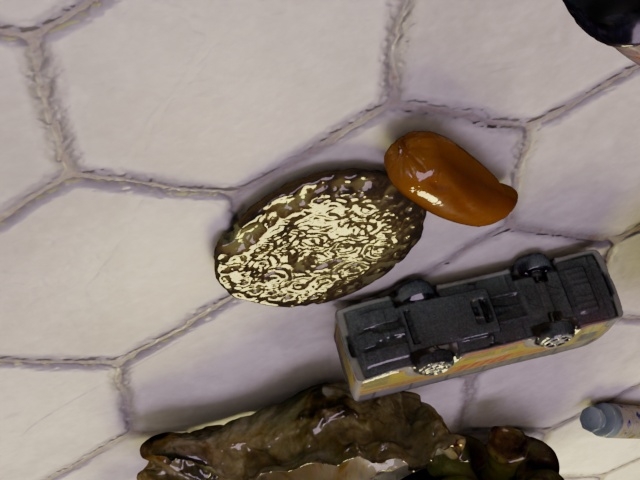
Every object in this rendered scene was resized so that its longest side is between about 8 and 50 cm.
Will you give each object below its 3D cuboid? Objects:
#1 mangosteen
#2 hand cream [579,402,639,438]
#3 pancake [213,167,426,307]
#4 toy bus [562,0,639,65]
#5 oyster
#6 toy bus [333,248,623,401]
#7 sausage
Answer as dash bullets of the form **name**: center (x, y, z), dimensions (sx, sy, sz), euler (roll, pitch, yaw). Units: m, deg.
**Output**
- **mangosteen**: center (0.191, 0.382, 1.585), dimensions (0.297, 0.313, 0.297), euler (18, 160, 7)
- **hand cream**: center (0.388, 0.229, 1.652), dimensions (0.171, 0.043, 0.065), euler (12, 133, -43)
- **pancake**: center (0.000, 0.001, 1.112), dimensions (0.199, 0.021, 0.199), euler (-14, 148, -9)
- **toy bus**: center (0.301, -0.221, 0.830), dimensions (0.303, 0.127, 0.147), euler (-34, 149, 23)
- **oyster**: center (-0.019, 0.227, 1.347), dimensions (0.337, 0.133, 0.198), euler (-11, 150, -9)
- **toy bus**: center (0.148, 0.084, 1.259), dimensions (0.268, 0.092, 0.106), euler (-13, 157, -11)
- **sausage**: center (0.107, -0.045, 1.069), dimensions (0.062, 0.054, 0.183), euler (-4, 161, 32)
